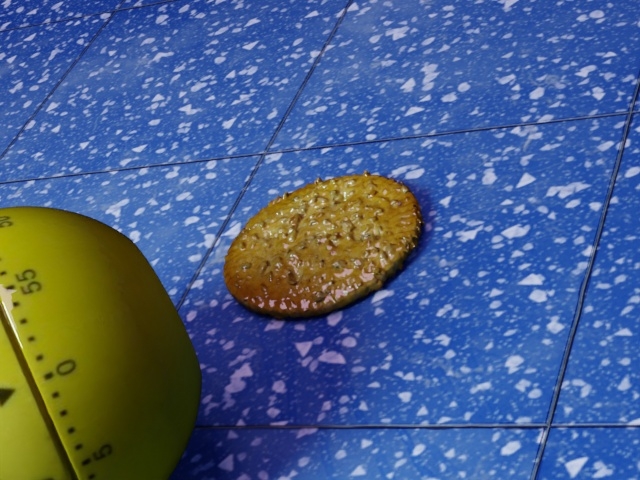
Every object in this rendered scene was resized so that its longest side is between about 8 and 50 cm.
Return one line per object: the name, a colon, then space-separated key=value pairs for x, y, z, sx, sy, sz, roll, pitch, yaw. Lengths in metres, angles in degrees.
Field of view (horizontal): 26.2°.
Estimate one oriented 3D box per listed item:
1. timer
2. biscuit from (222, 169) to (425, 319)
timer: x=-0.321 y=0.154 z=1.328 sx=0.387 sy=0.376 sz=0.376 roll=-25 pitch=33 yaw=-14
biscuit: x=0.000 y=0.000 z=1.615 sx=0.254 sy=0.035 sz=0.254 roll=-17 pitch=35 yaw=12
